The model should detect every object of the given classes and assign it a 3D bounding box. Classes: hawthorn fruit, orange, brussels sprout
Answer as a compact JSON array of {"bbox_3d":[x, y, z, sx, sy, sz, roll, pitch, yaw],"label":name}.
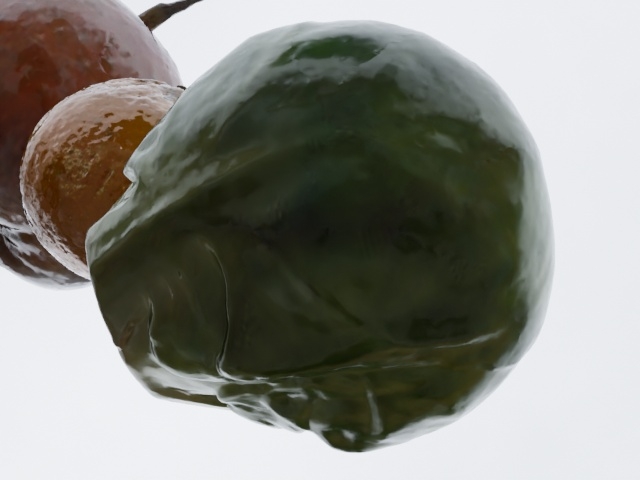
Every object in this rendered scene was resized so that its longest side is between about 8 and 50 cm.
[{"bbox_3d":[-0.219,-0.096,1.097,0.231,0.263,0.235,-22,-32,36],"label":"hawthorn fruit"},{"bbox_3d":[-0.104,-0.032,0.806,0.136,0.135,0.117,10,-83,2],"label":"orange"},{"bbox_3d":[0.000,-0.003,0.566,0.181,0.144,0.161,-5,-59,8],"label":"brussels sprout"}]
